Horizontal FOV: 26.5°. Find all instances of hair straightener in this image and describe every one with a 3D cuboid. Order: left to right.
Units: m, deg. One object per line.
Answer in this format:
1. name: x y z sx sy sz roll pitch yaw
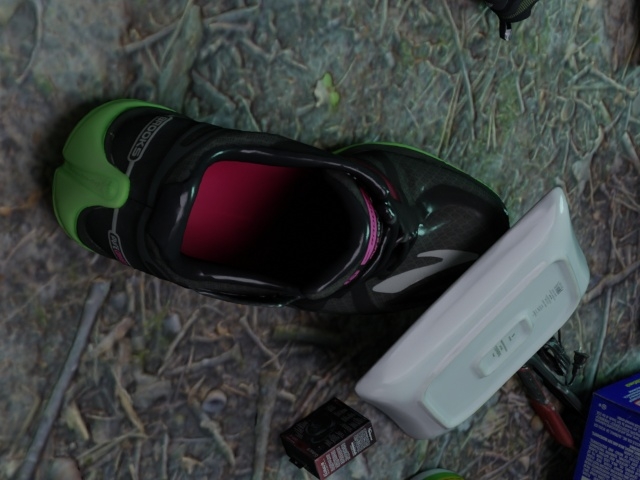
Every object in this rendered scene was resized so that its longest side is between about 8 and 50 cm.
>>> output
1. hair straightener: 0.271 0.151 1.599 0.089 0.047 0.230 -47 126 -13

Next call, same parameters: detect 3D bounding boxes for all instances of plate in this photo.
1. plate: 0.175 0.095 1.388 0.278 0.045 0.277 -45 155 -1

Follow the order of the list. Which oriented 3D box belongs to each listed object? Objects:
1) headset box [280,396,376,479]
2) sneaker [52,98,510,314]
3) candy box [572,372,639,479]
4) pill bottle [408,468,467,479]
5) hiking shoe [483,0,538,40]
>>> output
1. headset box: 0.005 0.205 1.391 0.083 0.062 0.032 -34 126 -24
2. sneaker: 0.000 0.000 1.204 0.482 0.202 0.185 4 107 -39
3. candy box: 0.424 0.326 1.712 0.268 0.122 0.317 -12 118 -47
4. pill bottle: 0.185 0.361 1.477 0.136 0.245 0.136 -16 118 -32
5. hiking shoe: 0.239 -0.306 1.356 0.227 0.086 0.114 -43 143 -9
